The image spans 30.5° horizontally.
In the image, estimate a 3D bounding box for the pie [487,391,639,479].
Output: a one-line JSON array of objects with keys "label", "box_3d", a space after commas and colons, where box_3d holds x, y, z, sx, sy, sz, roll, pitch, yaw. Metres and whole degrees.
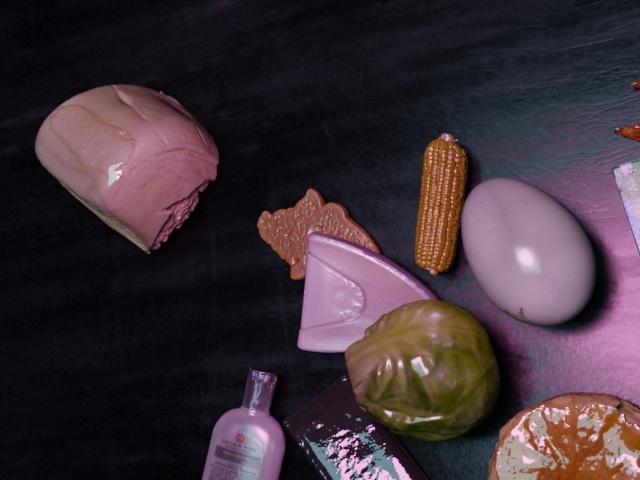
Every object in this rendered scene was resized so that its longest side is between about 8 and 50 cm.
[{"label": "pie", "box_3d": [0.396, 0.393, 1.787, 0.340, 0.083, 0.339, -5, 79, 27]}]

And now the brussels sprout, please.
[{"label": "brussels sprout", "box_3d": [0.164, 0.209, 1.859, 0.244, 0.244, 0.244, -4, 80, 25]}]

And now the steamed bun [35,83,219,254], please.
[{"label": "steamed bun", "box_3d": [-0.346, -0.165, 2.156, 0.290, 0.273, 0.272, 30, 80, 22]}]

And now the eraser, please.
[{"label": "eraser", "box_3d": [0.086, 0.102, 1.983, 0.243, 0.059, 0.204, 9, 101, 13]}]

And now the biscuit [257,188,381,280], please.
[{"label": "biscuit", "box_3d": [0.000, 0.000, 2.061, 0.250, 0.035, 0.162, 20, 96, 27]}]

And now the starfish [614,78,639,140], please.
[{"label": "starfish", "box_3d": [0.577, -0.187, 1.815, 0.227, 0.043, 0.240, 21, 89, 26]}]

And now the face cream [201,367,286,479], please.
[{"label": "face cream", "box_3d": [-0.131, 0.369, 2.045, 0.144, 0.071, 0.291, 10, 87, 23]}]

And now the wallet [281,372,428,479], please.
[{"label": "wallet", "box_3d": [0.068, 0.368, 1.959, 0.146, 0.030, 0.285, -37, 66, -4]}]

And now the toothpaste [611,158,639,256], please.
[{"label": "toothpaste", "box_3d": [0.512, 0.009, 1.800, 0.050, 0.065, 0.266, -20, 74, 22]}]

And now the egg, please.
[{"label": "egg", "box_3d": [0.318, 0.014, 1.826, 0.183, 0.183, 0.264, -40, 62, 15]}]

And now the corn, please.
[{"label": "corn", "box_3d": [0.201, -0.059, 1.952, 0.080, 0.080, 0.238, 5, 87, 26]}]
